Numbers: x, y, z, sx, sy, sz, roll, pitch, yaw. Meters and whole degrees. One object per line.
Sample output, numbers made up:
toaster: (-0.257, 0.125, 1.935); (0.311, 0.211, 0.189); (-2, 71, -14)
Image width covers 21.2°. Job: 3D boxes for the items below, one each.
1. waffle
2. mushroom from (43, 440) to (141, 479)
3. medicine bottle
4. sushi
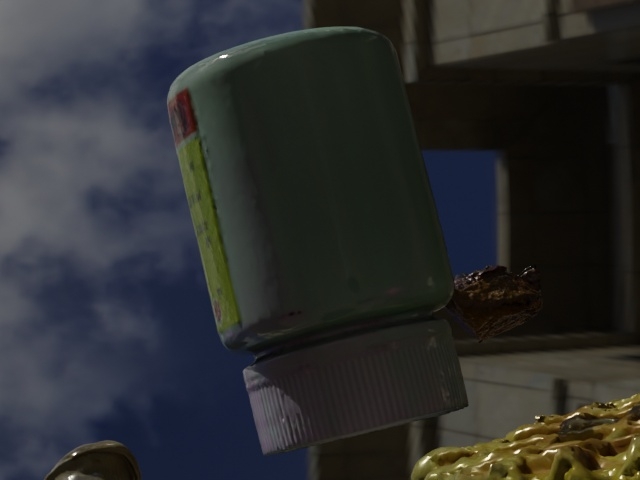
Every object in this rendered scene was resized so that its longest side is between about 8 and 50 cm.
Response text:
waffle: (0.224, 0.133, 1.122); (0.311, 0.307, 0.060); (-13, -90, -31)
mushroom: (-0.175, 0.226, 1.195); (0.223, 0.092, 0.081); (-67, -32, -52)
medicine bottle: (0.000, 0.000, 0.982); (0.139, 0.139, 0.225); (-10, -99, -26)
sushi: (0.115, 0.040, 1.186); (0.099, 0.050, 0.047); (-1, -127, -49)
